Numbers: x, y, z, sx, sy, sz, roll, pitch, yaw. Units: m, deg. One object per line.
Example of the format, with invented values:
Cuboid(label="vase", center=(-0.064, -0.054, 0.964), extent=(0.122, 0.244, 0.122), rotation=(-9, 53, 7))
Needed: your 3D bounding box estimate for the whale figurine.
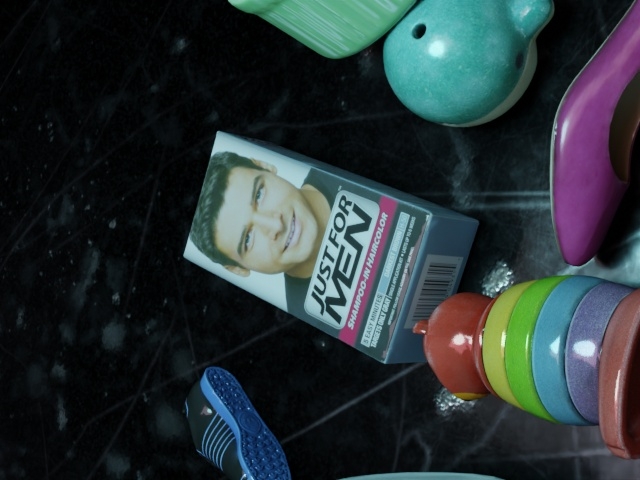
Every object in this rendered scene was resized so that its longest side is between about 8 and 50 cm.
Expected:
Cuboid(label="whale figurine", center=(0.159, -0.271, 1.106), extent=(0.216, 0.141, 0.272), rotation=(11, 91, 41))

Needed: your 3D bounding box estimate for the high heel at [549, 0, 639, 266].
Cuboid(label="high heel", center=(0.342, -0.147, 0.961), extent=(0.181, 0.127, 0.377), rotation=(12, 101, 29))

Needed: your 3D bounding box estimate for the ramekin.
Cuboid(label="ramekin", center=(0.037, -0.365, 1.140), extent=(0.303, 0.148, 0.303), rotation=(-43, 27, 29))

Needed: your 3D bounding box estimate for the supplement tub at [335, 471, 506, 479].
Cuboid(label="supplement tub", center=(0.108, 0.427, 1.021), extent=(0.241, 0.241, 0.332), rotation=(-8, 81, 40))

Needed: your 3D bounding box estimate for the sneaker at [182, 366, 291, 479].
Cuboid(label="sneaker", center=(-0.121, 0.289, 1.337), extent=(0.090, 0.081, 0.232), rotation=(-54, 49, 26))

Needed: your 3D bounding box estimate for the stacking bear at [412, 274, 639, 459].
Cuboid(label="stacking bear", center=(0.231, 0.117, 1.008), extent=(0.289, 0.175, 0.164), rotation=(1, 89, 48))

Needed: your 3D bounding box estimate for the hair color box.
Cuboid(label="hair color box", center=(0.000, 0.000, 1.234), extent=(0.374, 0.113, 0.185), rotation=(24, 102, 40))
